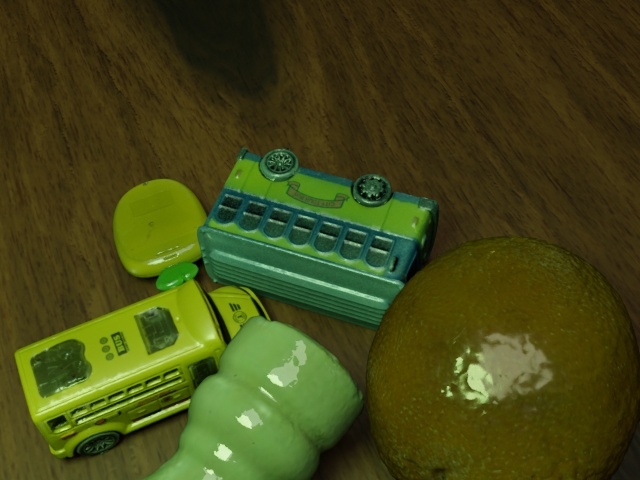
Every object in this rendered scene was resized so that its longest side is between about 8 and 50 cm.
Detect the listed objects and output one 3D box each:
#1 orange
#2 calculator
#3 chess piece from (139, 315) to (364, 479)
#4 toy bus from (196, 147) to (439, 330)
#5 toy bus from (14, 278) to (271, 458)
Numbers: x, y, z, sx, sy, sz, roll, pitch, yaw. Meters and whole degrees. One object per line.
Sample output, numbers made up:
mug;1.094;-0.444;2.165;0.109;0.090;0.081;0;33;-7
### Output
orange;0.224;0.160;0.975;0.322;0.322;0.357;27;52;17
calculator;-0.244;-0.014;1.235;0.146;0.032;0.235;-21;47;-9
chess piece;-0.137;0.307;0.920;0.234;0.234;0.442;30;64;19
toy bus;0.000;0.000;1.173;0.312;0.152;0.190;16;57;12
toy bus;-0.221;0.154;1.074;0.330;0.152;0.144;-22;57;-13
